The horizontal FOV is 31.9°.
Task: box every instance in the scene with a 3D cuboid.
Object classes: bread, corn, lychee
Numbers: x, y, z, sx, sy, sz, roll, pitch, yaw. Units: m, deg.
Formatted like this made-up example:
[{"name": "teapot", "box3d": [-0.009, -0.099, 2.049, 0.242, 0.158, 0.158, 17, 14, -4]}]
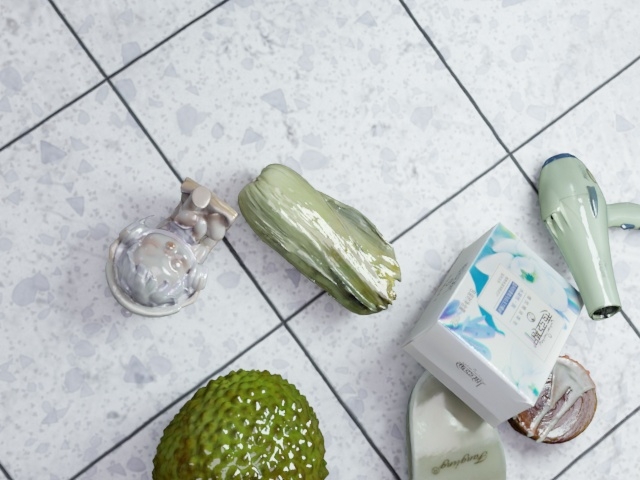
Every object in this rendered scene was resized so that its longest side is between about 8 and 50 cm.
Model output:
[{"name": "bread", "box3d": [0.390, 0.269, 1.911, 0.161, 0.073, 0.160, 1, 84, -7]}, {"name": "corn", "box3d": [0.001, 0.000, 1.833, 0.305, 0.122, 0.123, 39, 35, -5]}, {"name": "lychee", "box3d": [-0.127, 0.355, 1.718, 0.270, 0.270, 0.320, 35, 46, -6]}]

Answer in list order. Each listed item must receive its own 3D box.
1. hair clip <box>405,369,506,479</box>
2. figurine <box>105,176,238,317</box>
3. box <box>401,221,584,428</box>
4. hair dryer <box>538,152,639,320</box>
[{"name": "hair clip", "box3d": [0.215, 0.340, 1.851, 0.173, 0.113, 0.282, -10, 88, -11]}, {"name": "figurine", "box3d": [-0.242, 0.023, 1.778, 0.162, 0.141, 0.236, 41, 80, 0]}, {"name": "box", "box3d": [0.287, 0.133, 1.820, 0.203, 0.116, 0.274, 42, 48, -3]}, {"name": "hair dryer", "box3d": [0.503, 0.013, 1.902, 0.298, 0.119, 0.295, 20, 54, -11]}]
